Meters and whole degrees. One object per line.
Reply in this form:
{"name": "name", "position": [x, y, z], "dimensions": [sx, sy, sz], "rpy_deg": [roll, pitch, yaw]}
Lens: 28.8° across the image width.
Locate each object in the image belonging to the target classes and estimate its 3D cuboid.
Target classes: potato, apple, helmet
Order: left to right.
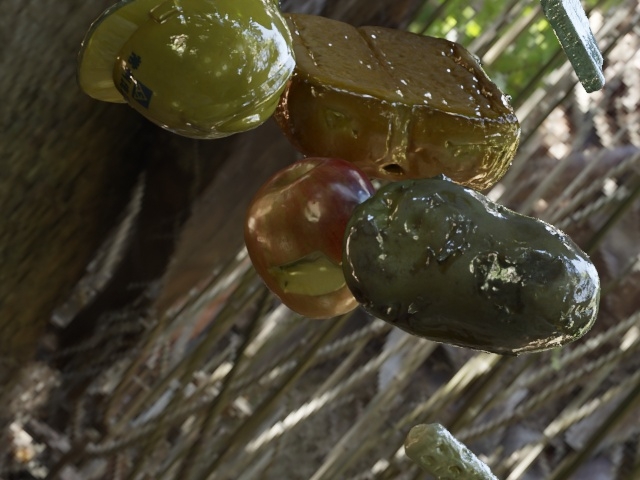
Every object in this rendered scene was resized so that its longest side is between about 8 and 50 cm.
{"name": "helmet", "position": [-0.120, -0.182, 1.364], "dimensions": [0.140, 0.257, 0.205], "rpy_deg": [53, -38, 21]}
{"name": "apple", "position": [0.000, 0.000, 1.473], "dimensions": [0.199, 0.199, 0.199], "rpy_deg": [42, -1, 1]}
{"name": "potato", "position": [0.148, 0.034, 1.247], "dimensions": [0.262, 0.165, 0.165], "rpy_deg": [23, -4, 9]}

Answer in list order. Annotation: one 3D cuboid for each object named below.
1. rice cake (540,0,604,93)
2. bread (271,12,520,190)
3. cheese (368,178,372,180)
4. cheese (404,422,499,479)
{"name": "rice cake", "position": [0.386, -0.327, 1.917], "dimensions": [0.226, 0.040, 0.085], "rpy_deg": [51, 38, -43]}
{"name": "bread", "position": [0.070, -0.179, 1.657], "dimensions": [0.327, 0.148, 0.337], "rpy_deg": [6, 26, -17]}
{"name": "cheese", "position": [0.106, -0.132, 2.014], "dimensions": [0.086, 0.162, 0.036], "rpy_deg": [20, 50, -62]}
{"name": "cheese", "position": [0.183, 0.303, 1.621], "dimensions": [0.194, 0.065, 0.043], "rpy_deg": [46, 38, -29]}
